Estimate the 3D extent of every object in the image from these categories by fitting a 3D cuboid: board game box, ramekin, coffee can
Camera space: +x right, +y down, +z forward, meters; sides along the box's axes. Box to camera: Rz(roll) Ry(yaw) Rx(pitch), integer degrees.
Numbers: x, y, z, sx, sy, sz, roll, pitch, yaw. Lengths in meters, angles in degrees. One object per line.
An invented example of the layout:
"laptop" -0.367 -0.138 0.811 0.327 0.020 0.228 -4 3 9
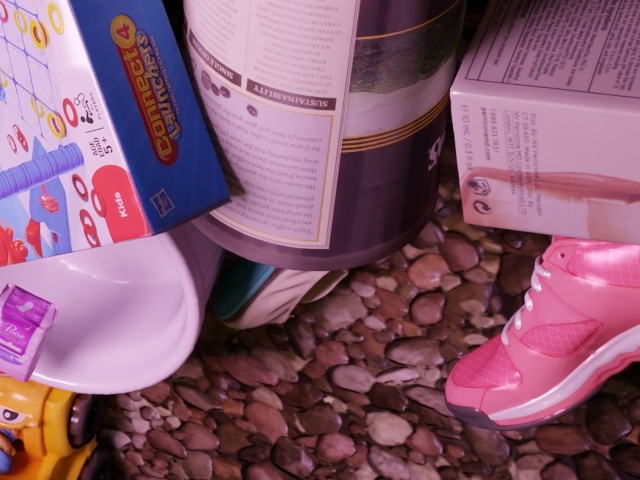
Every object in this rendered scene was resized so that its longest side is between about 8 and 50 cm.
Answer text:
"board game box" -0.242 -0.136 1.414 0.302 0.086 0.308 -11 102 42
"ramekin" -0.206 -0.015 1.656 0.277 0.135 0.277 13 134 14
"coffee can" 0.000 -0.144 1.391 0.201 0.201 0.275 17 135 10

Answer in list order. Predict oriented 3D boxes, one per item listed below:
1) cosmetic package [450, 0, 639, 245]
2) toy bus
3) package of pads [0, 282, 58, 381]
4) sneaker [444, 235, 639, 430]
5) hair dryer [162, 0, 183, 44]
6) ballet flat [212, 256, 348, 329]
"cosmetic package" 0.253 -0.084 1.366 0.296 0.153 0.129 9 135 20
"toy bus" -0.306 0.227 1.874 0.149 0.211 0.220 15 133 14
"package of pads" -0.251 0.077 1.642 0.050 0.032 0.083 26 136 -3
"sneaker" 0.208 0.039 1.549 0.314 0.116 0.136 -29 103 34
"hair dryer" -0.198 -0.247 1.478 0.293 0.080 0.224 23 137 4
"ballet flat" 0.000 0.000 1.625 0.086 0.086 0.248 37 137 -10
